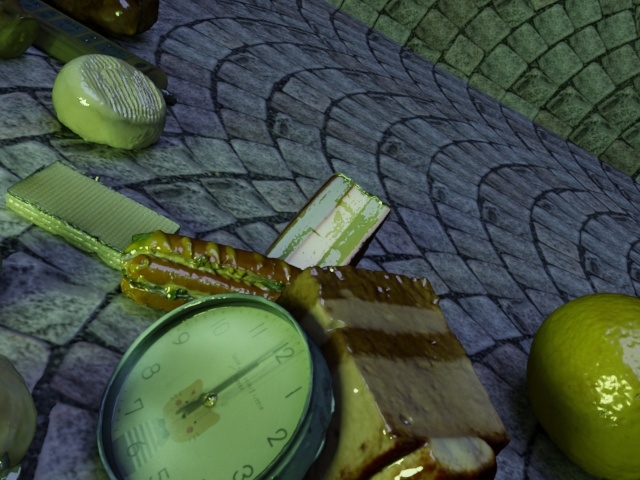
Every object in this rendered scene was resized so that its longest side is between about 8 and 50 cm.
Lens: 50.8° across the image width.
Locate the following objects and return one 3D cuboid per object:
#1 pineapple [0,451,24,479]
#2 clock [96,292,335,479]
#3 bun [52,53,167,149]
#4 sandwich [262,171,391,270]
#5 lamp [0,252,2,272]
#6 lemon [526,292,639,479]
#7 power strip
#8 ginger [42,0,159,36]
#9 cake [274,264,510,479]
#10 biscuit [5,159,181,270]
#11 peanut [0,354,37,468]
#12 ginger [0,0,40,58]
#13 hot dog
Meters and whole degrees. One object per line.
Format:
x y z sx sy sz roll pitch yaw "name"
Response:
-0.155 0.281 0.395 0.223 0.223 0.357 -6 30 -46 "pineapple"
-0.101 0.151 0.629 0.226 0.226 0.049 60 -1 42 "clock"
-0.341 -0.215 1.088 0.164 0.111 0.188 55 32 9 "bun"
0.000 0.000 1.005 0.117 0.144 0.187 33 29 12 "sandwich"
-0.381 0.054 0.660 0.091 0.091 0.163 22 44 -12 "lamp"
0.420 0.204 0.954 0.267 0.267 0.267 22 30 -13 "lemon"
-0.435 -0.355 1.257 0.387 0.066 0.092 31 32 2 "power strip"
-0.517 -0.578 1.423 0.418 0.176 0.254 33 25 -3 "ginger"
0.058 0.190 0.718 0.196 0.198 0.293 12 38 -38 "cake"
-0.298 -0.032 0.898 0.199 0.040 0.121 29 33 0 "biscuit"
-0.357 0.142 0.468 0.313 0.152 0.152 -9 47 -45 "peanut"
-0.599 -0.420 1.166 0.263 0.109 0.116 38 32 13 "ginger"
-0.122 0.061 0.856 0.269 0.115 0.072 13 -11 -25 "hot dog"
